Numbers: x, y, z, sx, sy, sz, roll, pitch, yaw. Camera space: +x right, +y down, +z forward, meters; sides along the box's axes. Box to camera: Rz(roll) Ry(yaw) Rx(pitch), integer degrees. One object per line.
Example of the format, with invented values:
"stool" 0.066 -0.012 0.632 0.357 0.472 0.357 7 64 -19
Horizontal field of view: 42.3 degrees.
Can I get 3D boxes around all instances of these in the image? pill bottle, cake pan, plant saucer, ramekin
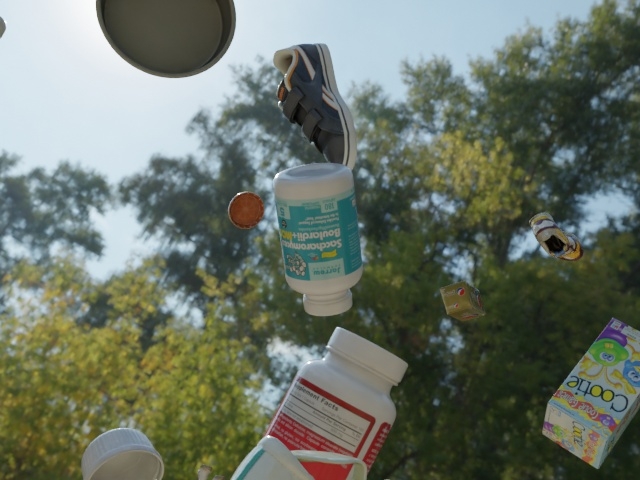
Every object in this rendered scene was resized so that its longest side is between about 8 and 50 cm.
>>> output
"pill bottle" 0.000 0.000 1.511 0.146 0.146 0.264 5 -68 35
"pill bottle" 0.014 0.397 1.713 0.229 0.408 0.229 28 -8 4
"cake pan" -0.325 -0.476 1.743 0.293 0.293 0.054 31 -17 -13
"plant saucer" -0.166 -0.068 1.836 0.083 0.083 0.013 41 -6 -29
"ramekin" -0.523 0.586 2.153 0.109 0.207 0.207 48 -3 47

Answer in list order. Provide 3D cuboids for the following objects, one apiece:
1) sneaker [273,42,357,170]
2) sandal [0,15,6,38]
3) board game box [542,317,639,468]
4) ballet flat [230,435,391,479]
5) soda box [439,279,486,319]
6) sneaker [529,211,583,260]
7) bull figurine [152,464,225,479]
"sneaker" -0.019 -0.278 1.750 0.127 0.321 0.126 -6 -30 -20
"sandal" -0.728 -0.411 1.386 0.169 0.102 0.416 20 1 44
"board game box" 0.626 0.332 1.817 0.142 0.275 0.144 30 -30 29
"ballet flat" 0.051 0.349 1.039 0.400 0.139 0.139 34 -26 -34
"soda box" 0.313 0.135 1.807 0.058 0.061 0.181 -19 -16 17
"sneaker" 0.543 0.014 1.881 0.185 0.084 0.069 32 -56 -32
"bull figurine" -0.244 0.536 1.553 0.310 0.188 0.101 -24 -43 39
